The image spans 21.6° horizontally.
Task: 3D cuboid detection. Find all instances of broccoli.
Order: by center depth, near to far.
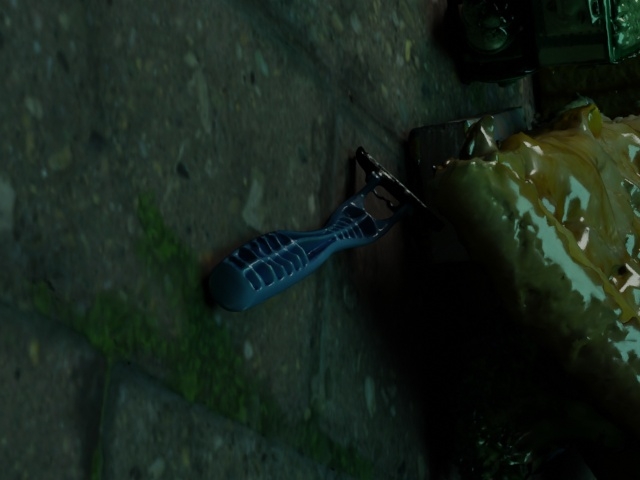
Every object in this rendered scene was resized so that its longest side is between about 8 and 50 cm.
[{"bbox_3d":[0.173,0.122,1.284,0.167,0.160,0.154,-23,133,-58],"label":"broccoli"}]

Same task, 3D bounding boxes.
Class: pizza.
[{"bbox_3d":[0.261,0.061,1.260,0.392,0.080,0.435,58,29,3],"label":"pizza"}]

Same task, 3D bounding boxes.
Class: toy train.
[{"bbox_3d":[0.207,-0.197,1.416,0.269,0.154,0.115,-28,113,-64],"label":"toy train"}]

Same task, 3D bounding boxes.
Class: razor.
[{"bbox_3d":[0.000,0.000,1.067,0.082,0.042,0.253,43,26,9],"label":"razor"}]

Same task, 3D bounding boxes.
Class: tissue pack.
[{"bbox_3d":[0.123,-0.045,1.319,0.148,0.060,0.108,-18,100,-66],"label":"tissue pack"}]

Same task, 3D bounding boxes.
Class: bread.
[{"bbox_3d":[0.324,-0.166,1.635,0.234,0.184,0.110,-15,96,-63],"label":"bread"}]

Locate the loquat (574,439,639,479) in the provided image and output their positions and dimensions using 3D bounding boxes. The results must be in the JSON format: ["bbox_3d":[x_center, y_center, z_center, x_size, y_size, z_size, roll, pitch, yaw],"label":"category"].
[{"bbox_3d":[0.356,0.120,1.524,0.284,0.276,0.276,-111,177,-53],"label":"loquat"}]
